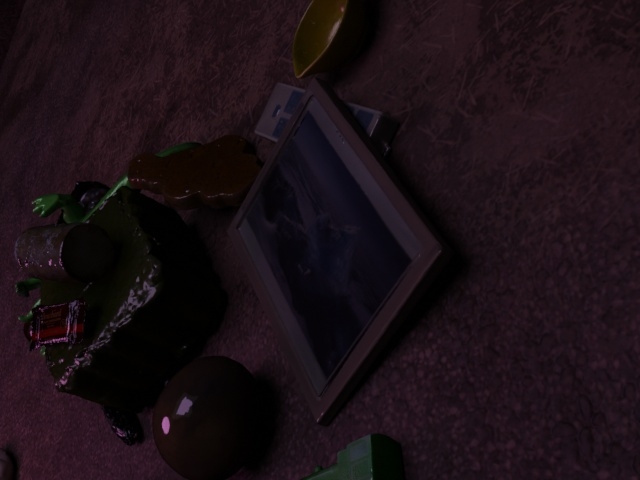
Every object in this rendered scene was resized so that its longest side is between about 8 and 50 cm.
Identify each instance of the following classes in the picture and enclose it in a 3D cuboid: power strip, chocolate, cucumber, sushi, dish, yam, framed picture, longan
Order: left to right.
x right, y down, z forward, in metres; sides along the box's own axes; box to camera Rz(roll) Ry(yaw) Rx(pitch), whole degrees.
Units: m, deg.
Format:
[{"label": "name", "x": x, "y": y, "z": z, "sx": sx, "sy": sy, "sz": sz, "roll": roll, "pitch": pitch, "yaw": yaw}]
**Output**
[{"label": "chocolate", "x": -0.457, "y": 0.146, "z": 1.438, "sx": 0.182, "sy": 0.028, "sz": 0.086, "roll": -14, "pitch": 71, "yaw": 38}, {"label": "yam", "x": -0.455, "y": 0.021, "z": 1.443, "sx": 0.194, "sy": 0.107, "sz": 0.107, "roll": 0, "pitch": 71, "yaw": 43}, {"label": "sushi", "x": -0.546, "y": -0.028, "z": 1.909, "sx": 0.127, "sy": 0.124, "sz": 0.225, "roll": 20, "pitch": 88, "yaw": 54}, {"label": "cucumber", "x": -0.386, "y": 0.332, "z": 1.578, "sx": 0.053, "sy": 0.053, "sz": 0.181, "roll": -60, "pitch": 37, "yaw": 10}, {"label": "longan", "x": -0.168, "y": 0.266, "z": 1.246, "sx": 0.189, "sy": 0.189, "sz": 0.189, "roll": -28, "pitch": 51, "yaw": 41}, {"label": "power strip", "x": -0.005, "y": -0.188, "z": 1.373, "sx": 0.367, "sy": 0.043, "sz": 0.106, "roll": 29, "pitch": 95, "yaw": 54}, {"label": "framed picture", "x": 0.000, "y": 0.000, "z": 1.232, "sx": 0.326, "sy": 0.028, "sz": 0.446, "roll": -58, "pitch": 39, "yaw": 25}, {"label": "dish", "x": 0.028, "y": -0.356, "z": 1.390, "sx": 0.149, "sy": 0.080, "sz": 0.208, "roll": 34, "pitch": 101, "yaw": 57}]

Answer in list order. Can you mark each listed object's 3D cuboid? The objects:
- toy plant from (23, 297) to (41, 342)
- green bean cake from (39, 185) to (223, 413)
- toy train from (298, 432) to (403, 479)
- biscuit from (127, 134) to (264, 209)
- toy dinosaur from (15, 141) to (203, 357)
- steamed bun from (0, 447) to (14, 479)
[{"label": "toy plant", "x": -0.627, "y": 0.169, "z": 1.936, "sx": 0.162, "sy": 0.092, "sz": 0.093, "roll": -53, "pitch": 38, "yaw": 19}, {"label": "green bean cake", "x": -0.347, "y": 0.112, "z": 1.527, "sx": 0.319, "sy": 0.218, "sz": 0.335, "roll": -44, "pitch": 47, "yaw": 17}, {"label": "toy train", "x": 0.005, "y": 0.339, "z": 1.054, "sx": 0.251, "sy": 0.085, "sz": 0.119, "roll": -34, "pitch": 42, "yaw": 35}, {"label": "biscuit", "x": -0.233, "y": -0.127, "z": 1.548, "sx": 0.319, "sy": 0.047, "sz": 0.183, "roll": 0, "pitch": 43, "yaw": 25}, {"label": "toy dinosaur", "x": -0.423, "y": 0.037, "z": 1.749, "sx": 0.500, "sy": 0.375, "sz": 0.144, "roll": -26, "pitch": 44, "yaw": -12}, {"label": "steamed bun", "x": -0.795, "y": 0.566, "z": 1.928, "sx": 0.183, "sy": 0.106, "sz": 0.183, "roll": -31, "pitch": 48, "yaw": 41}]
